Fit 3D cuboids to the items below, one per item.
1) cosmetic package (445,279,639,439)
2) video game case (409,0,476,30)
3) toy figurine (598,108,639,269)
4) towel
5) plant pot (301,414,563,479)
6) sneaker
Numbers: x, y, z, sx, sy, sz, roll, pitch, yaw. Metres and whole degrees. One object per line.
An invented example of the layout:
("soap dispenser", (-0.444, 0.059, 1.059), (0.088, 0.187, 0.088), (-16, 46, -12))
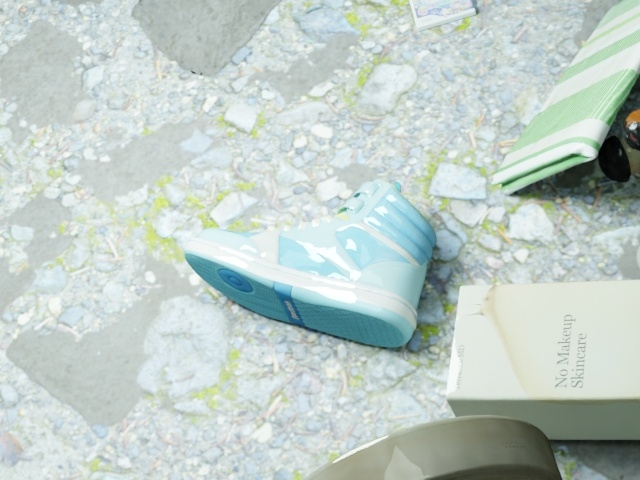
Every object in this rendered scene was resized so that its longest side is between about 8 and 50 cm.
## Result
("cosmetic package", (0.313, 0.138, 1.726), (0.309, 0.113, 0.160), (-3, 56, 20))
("video game case", (0.170, -0.362, 2.170), (0.087, 0.011, 0.122), (-15, 55, 6))
("toy figurine", (0.428, -0.066, 1.770), (0.148, 0.209, 0.213), (-16, 79, 1))
("towel", (0.360, -0.206, 1.904), (0.038, 0.248, 0.325), (39, 70, -9))
("plant pot", (0.134, 0.378, 1.515), (0.323, 0.323, 0.280), (-22, 56, 1))
("sneaker", (0.000, 0.000, 1.919), (0.319, 0.127, 0.208), (18, 66, 15))
